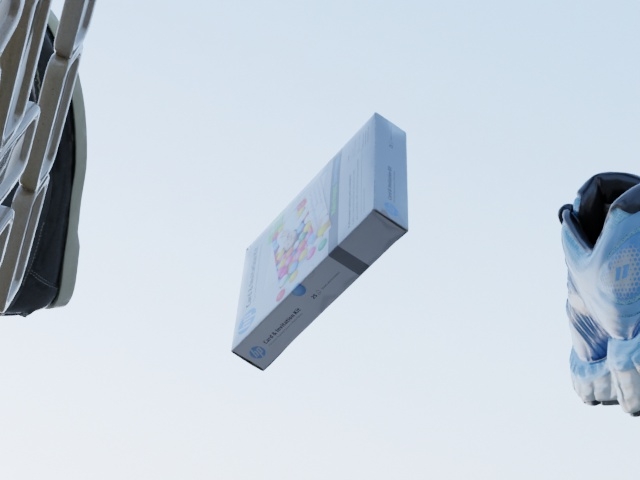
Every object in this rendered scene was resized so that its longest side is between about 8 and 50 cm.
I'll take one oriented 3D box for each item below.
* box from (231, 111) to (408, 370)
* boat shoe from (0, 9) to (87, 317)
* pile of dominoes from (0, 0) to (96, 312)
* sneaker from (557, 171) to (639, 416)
[{"bbox_3d":[0.000,0.000,1.136,0.038,0.145,0.186,32,-58,-19],"label":"box"},{"bbox_3d":[-0.212,-0.050,0.960,0.079,0.084,0.233,-9,-59,-34],"label":"boat shoe"},{"bbox_3d":[-0.120,-0.035,0.452,0.040,0.196,0.251,18,-64,-3],"label":"pile of dominoes"},{"bbox_3d":[0.108,0.012,0.441,0.063,0.073,0.162,-17,-6,1],"label":"sneaker"}]
